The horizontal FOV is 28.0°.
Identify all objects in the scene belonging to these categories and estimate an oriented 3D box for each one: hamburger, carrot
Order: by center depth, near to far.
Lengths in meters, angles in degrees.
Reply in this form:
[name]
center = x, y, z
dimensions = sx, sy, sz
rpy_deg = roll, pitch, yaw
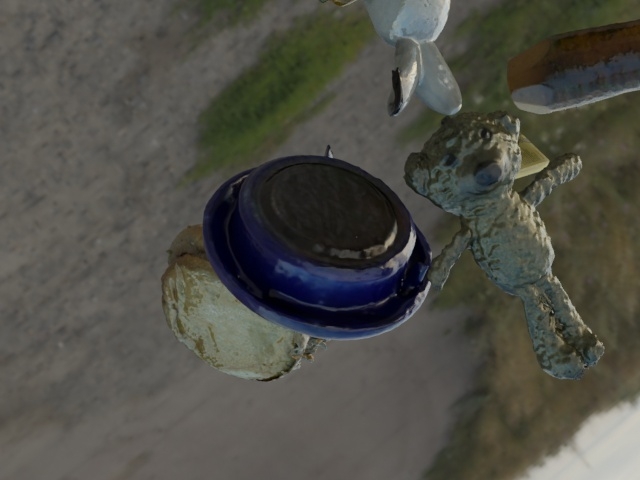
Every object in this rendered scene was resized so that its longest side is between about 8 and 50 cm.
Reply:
[hamburger]
center = -0.100, 0.092, 1.838
dimensions = 0.243, 0.286, 0.146
rpy_deg = -28, -154, 52
[carrot]
center = 0.425, -0.262, 1.870
dimensions = 0.301, 0.114, 0.114
rpy_deg = -12, 174, 17

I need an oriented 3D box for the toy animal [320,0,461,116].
[toy animal]
center = 0.077, -0.212, 1.165
dimensions = 0.131, 0.127, 0.182
rpy_deg = 11, 107, -23

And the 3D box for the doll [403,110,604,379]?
[doll]
center = 0.188, 0.010, 1.293
dimensions = 0.202, 0.286, 0.091
rpy_deg = -6, -169, -12

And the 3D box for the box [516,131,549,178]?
[box]
center = 0.238, -0.110, 1.748
dimensions = 0.149, 0.073, 0.020
rpy_deg = -19, 144, -36

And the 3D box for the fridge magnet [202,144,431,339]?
[fridge magnet]
center = 0.000, 0.000, 1.424
dimensions = 0.265, 0.265, 0.113
rpy_deg = -28, 149, -40
